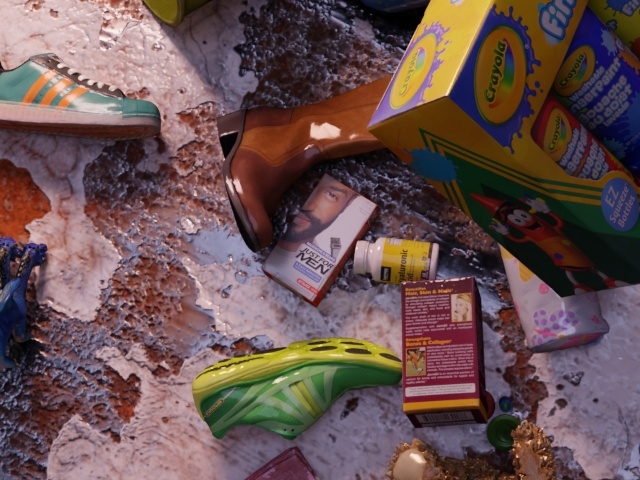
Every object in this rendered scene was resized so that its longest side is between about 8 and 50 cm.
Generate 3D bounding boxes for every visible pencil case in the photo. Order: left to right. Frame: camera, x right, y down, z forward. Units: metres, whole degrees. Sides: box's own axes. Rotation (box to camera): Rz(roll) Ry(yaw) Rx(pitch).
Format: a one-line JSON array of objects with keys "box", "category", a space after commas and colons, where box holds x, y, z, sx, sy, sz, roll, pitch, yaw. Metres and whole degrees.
[{"box": [0.307, 0.019, 1.596, 0.113, 0.124, 0.273, -25, 72, 37], "category": "pencil case"}]

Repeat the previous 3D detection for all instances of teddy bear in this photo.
[{"box": [0.242, 0.370, 1.537, 0.337, 0.113, 0.245, -9, 73, 11], "category": "teddy bear"}]

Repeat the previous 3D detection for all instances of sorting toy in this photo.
[{"box": [0.240, 0.239, 1.595, 0.102, 0.042, 0.061, 44, 100, 1], "category": "sorting toy"}]

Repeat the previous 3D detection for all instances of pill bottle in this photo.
[{"box": [0.108, 0.030, 1.637, 0.116, 0.065, 0.065, 6, 78, 8], "category": "pill bottle"}]

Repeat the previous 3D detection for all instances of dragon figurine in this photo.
[{"box": [-0.458, 0.098, 1.609, 0.085, 0.289, 0.144, 5, 116, 9], "category": "dragon figurine"}]

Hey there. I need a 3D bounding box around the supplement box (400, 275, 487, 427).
[{"box": [0.167, 0.151, 1.569, 0.104, 0.081, 0.188, -6, 63, 14], "category": "supplement box"}]

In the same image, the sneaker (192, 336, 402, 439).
[{"box": [-0.026, 0.207, 1.605, 0.295, 0.109, 0.124, -10, 99, 2], "category": "sneaker"}]

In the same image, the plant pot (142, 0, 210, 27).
[{"box": [-0.139, -0.550, 1.668, 0.353, 0.366, 0.366, -29, 76, -13], "category": "plant pot"}]

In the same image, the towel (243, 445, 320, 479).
[{"box": [-0.035, 0.477, 1.567, 0.237, 0.037, 0.329, -37, 77, -2], "category": "towel"}]

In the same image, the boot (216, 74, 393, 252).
[{"box": [0.004, -0.111, 1.636, 0.280, 0.096, 0.264, -12, 40, 1], "category": "boot"}]

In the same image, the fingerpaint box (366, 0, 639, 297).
[{"box": [0.313, -0.218, 1.472, 0.371, 0.163, 0.445, 39, 61, -23], "category": "fingerpaint box"}]

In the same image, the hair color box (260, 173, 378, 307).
[{"box": [0.000, 0.000, 1.660, 0.093, 0.053, 0.167, 32, 81, 12], "category": "hair color box"}]

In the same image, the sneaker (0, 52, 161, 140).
[{"box": [-0.379, -0.221, 1.718, 0.302, 0.108, 0.121, 6, 82, 8], "category": "sneaker"}]

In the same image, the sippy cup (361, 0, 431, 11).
[{"box": [0.143, -0.432, 1.632, 0.240, 0.224, 0.305, -47, 109, -33], "category": "sippy cup"}]
